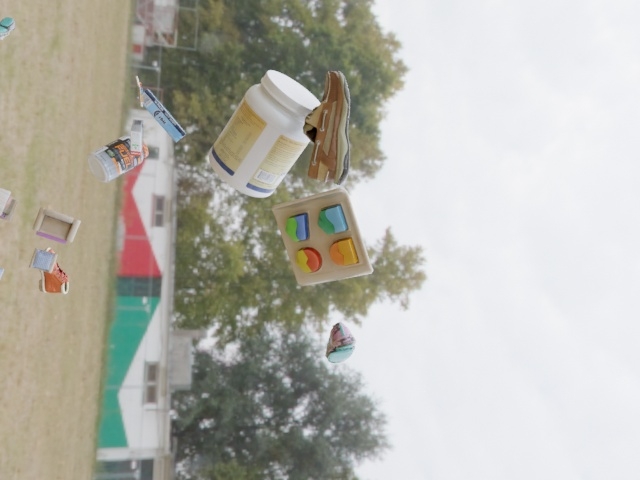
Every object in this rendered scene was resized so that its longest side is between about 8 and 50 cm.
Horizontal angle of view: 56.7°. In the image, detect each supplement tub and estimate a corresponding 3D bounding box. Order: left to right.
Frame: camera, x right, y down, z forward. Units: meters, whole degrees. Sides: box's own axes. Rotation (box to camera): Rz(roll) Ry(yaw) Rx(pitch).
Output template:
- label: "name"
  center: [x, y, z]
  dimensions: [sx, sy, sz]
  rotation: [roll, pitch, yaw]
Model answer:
- label: "supplement tub"
  center: [-0.715, -0.295, 2.105]
  dimensions: [0.117, 0.190, 0.117]
  rotation: [28, -40, 27]
- label: "supplement tub"
  center: [-0.157, -0.308, 1.728]
  dimensions: [0.316, 0.228, 0.228]
  rotation: [-51, -148, 24]

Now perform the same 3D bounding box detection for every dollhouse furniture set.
- label: "dollhouse furniture set"
  center: [-0.640, 0.051, 1.090]
  dimensions: [0.198, 0.286, 0.303]
  rotation: [-1, -111, 67]

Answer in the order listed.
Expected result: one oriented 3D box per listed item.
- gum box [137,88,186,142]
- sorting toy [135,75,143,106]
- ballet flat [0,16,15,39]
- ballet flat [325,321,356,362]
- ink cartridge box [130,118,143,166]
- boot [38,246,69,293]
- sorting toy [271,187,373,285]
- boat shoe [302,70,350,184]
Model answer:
- label: "gum box"
  center: [-0.452, -0.357, 1.700]
  dimensions: [0.041, 0.157, 0.184]
  rotation: [-40, -162, -2]
- label: "sorting toy"
  center: [-0.465, -0.390, 1.528]
  dimensions: [0.083, 0.012, 0.062]
  rotation: [-116, -156, -45]
- label: "ballet flat"
  center: [-0.822, -0.541, 1.532]
  dimensions: [0.114, 0.041, 0.041]
  rotation: [-88, -169, -54]
- label: "ballet flat"
  center: [0.049, 0.253, 1.506]
  dimensions: [0.221, 0.077, 0.079]
  rotation: [96, -16, -68]
- label: "ink cartridge box"
  center: [-0.494, -0.261, 1.600]
  dimensions: [0.063, 0.029, 0.115]
  rotation: [-100, -162, -48]
- label: "boot"
  center: [-0.790, 0.092, 1.771]
  dimensions: [0.059, 0.084, 0.158]
  rotation: [-74, 177, -59]
- label: "sorting toy"
  center: [0.000, 0.000, 1.324]
  dimensions: [0.038, 0.193, 0.208]
  rotation: [-44, 117, -58]
- label: "boat shoe"
  center: [0.014, -0.302, 1.562]
  dimensions: [0.122, 0.120, 0.324]
  rotation: [100, -9, -68]
